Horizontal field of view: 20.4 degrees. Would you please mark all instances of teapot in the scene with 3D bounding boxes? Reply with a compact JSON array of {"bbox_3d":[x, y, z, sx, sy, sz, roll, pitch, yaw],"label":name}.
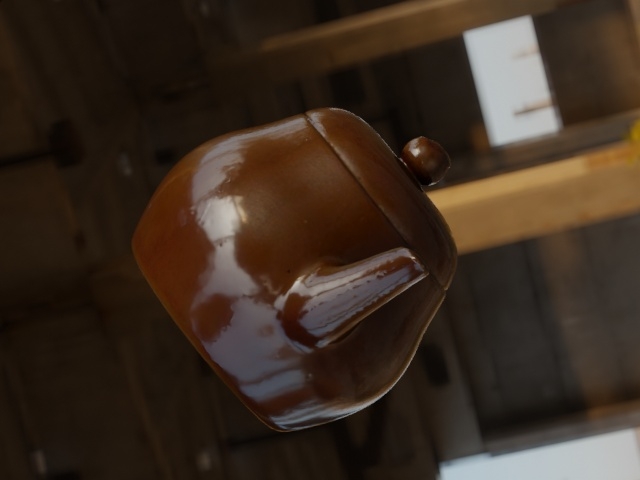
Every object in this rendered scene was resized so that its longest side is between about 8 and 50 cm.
[{"bbox_3d":[0.000,0.000,0.635,0.173,0.116,0.116,-123,15,-73],"label":"teapot"}]
